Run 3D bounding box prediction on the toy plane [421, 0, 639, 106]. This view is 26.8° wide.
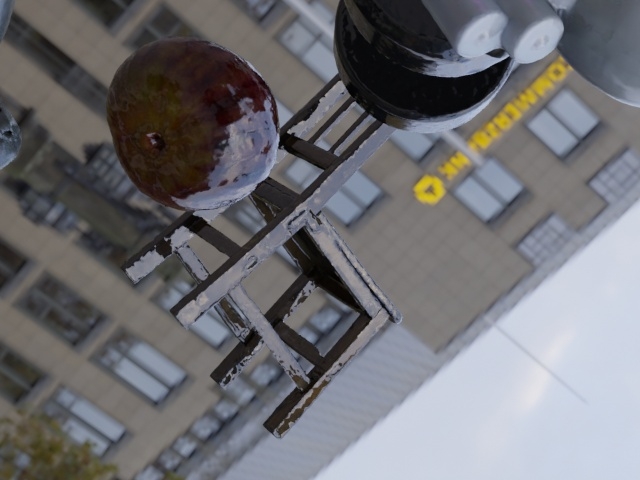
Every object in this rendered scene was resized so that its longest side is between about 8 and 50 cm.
[{"bbox_3d":[0.156,-0.187,0.770,0.122,0.267,0.266,106,8,-56],"label":"toy plane"}]

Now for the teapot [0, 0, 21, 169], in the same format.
[{"bbox_3d":[-0.263,-0.135,0.861,0.305,0.285,0.223,16,-148,29],"label":"teapot"}]

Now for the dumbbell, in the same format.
[{"bbox_3d":[0.116,-0.237,1.345,0.203,0.204,0.322,-53,176,-7],"label":"dumbbell"}]

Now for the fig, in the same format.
[{"bbox_3d":[-0.094,-0.100,1.207,0.148,0.202,0.149,-32,-121,51],"label":"fig"}]

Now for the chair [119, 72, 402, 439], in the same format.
[{"bbox_3d":[0.000,0.000,1.676,0.416,0.240,0.203,-42,-149,-10],"label":"chair"}]
